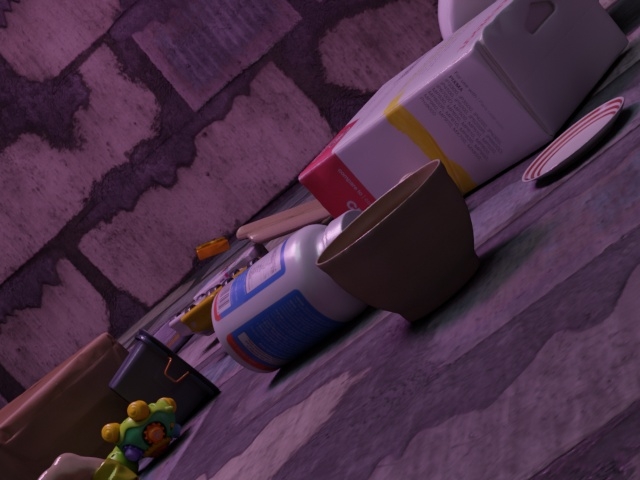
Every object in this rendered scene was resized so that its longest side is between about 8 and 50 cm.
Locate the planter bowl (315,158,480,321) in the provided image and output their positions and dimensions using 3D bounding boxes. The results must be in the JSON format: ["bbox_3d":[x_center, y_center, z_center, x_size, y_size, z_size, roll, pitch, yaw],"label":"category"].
[{"bbox_3d":[0.091,0.011,1.378,0.162,0.109,0.162,-40,7,6],"label":"planter bowl"}]

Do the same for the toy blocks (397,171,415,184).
[{"bbox_3d":[0.114,-0.019,1.709,0.123,0.054,0.148,-48,19,3],"label":"toy blocks"}]

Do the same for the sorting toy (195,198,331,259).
[{"bbox_3d":[-0.092,-0.018,2.628,0.307,0.041,0.229,-20,6,-9],"label":"sorting toy"}]

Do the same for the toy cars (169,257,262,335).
[{"bbox_3d":[-0.156,0.113,2.285,0.176,0.087,0.393,-37,2,-12],"label":"toy cars"}]

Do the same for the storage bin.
[{"bbox_3d":[-0.219,0.198,1.884,0.091,0.135,0.098,-53,10,-12],"label":"storage bin"}]

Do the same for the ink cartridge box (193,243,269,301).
[{"bbox_3d":[-0.147,0.065,2.635,0.181,0.061,0.104,-38,6,17],"label":"ink cartridge box"}]

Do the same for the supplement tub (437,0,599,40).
[{"bbox_3d":[0.303,-0.363,2.124,0.241,0.241,0.331,-39,6,14],"label":"supplement tub"}]

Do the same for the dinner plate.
[{"bbox_3d":[0.279,-0.106,1.501,0.141,0.017,0.141,-39,6,5],"label":"dinner plate"}]

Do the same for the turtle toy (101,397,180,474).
[{"bbox_3d":[-0.234,0.258,1.784,0.130,0.066,0.095,-41,-18,18],"label":"turtle toy"}]

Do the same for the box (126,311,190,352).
[{"bbox_3d":[-0.370,0.251,2.697,0.231,0.056,0.183,-35,7,38],"label":"box"}]

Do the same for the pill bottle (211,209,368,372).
[{"bbox_3d":[-0.016,0.058,1.632,0.221,0.124,0.124,-35,8,34],"label":"pill bottle"}]

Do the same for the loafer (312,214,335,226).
[{"bbox_3d":[0.000,0.000,2.274,0.050,0.056,0.148,-38,-3,26],"label":"loafer"}]

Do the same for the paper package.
[{"bbox_3d":[-0.407,0.317,1.954,0.325,0.168,0.309,-36,6,40],"label":"paper package"}]

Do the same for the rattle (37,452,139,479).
[{"bbox_3d":[-0.262,0.334,1.442,0.143,0.130,0.200,-49,26,40],"label":"rattle"}]

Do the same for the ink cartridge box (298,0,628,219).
[{"bbox_3d":[0.191,-0.178,1.864,0.384,0.160,0.279,-34,10,47],"label":"ink cartridge box"}]
